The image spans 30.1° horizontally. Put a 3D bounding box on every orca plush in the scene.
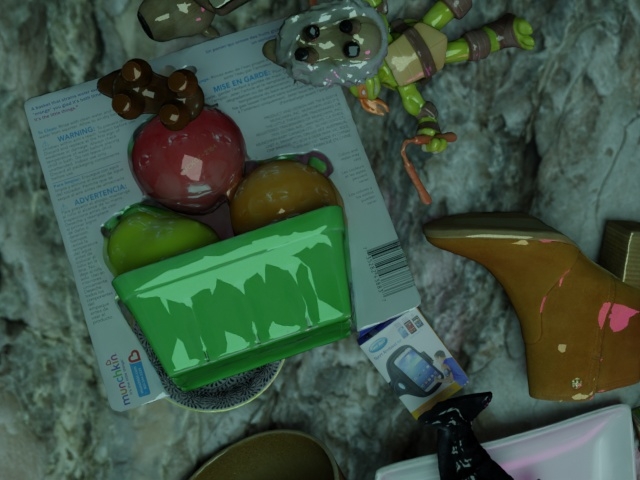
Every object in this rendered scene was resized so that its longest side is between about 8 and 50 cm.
[{"bbox_3d":[0.214,0.305,1.321,0.151,0.102,0.287,-16,103,-20],"label":"orca plush"}]

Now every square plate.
[{"bbox_3d":[0.230,0.389,1.422,0.344,0.049,0.347,-11,102,-21],"label":"square plate"}]

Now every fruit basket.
[{"bbox_3d":[-0.106,-0.036,1.229,0.327,0.165,0.353,-19,68,-4],"label":"fruit basket"}]

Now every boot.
[{"bbox_3d":[0.248,0.080,1.353,0.295,0.104,0.211,3,104,-13],"label":"boot"}]

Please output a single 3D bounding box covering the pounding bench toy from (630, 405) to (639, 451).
[{"bbox_3d":[0.416,0.240,1.431,0.052,0.083,0.065,-21,106,-2],"label":"pounding bench toy"}]

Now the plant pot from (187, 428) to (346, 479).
[{"bbox_3d":[-0.022,0.384,1.351,0.237,0.237,0.254,-35,122,2],"label":"plant pot"}]

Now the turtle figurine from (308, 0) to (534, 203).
[{"bbox_3d":[0.115,-0.193,1.268,0.217,0.087,0.269,-29,99,-7],"label":"turtle figurine"}]

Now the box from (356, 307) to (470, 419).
[{"bbox_3d":[0.105,0.134,1.387,0.081,0.028,0.136,-37,109,3],"label":"box"}]

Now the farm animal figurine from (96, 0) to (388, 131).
[{"bbox_3d":[-0.123,-0.280,1.168,0.327,0.172,0.330,-14,94,4],"label":"farm animal figurine"}]

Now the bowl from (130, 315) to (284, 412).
[{"bbox_3d":[-0.118,0.103,1.307,0.170,0.080,0.170,0,83,0],"label":"bowl"}]
